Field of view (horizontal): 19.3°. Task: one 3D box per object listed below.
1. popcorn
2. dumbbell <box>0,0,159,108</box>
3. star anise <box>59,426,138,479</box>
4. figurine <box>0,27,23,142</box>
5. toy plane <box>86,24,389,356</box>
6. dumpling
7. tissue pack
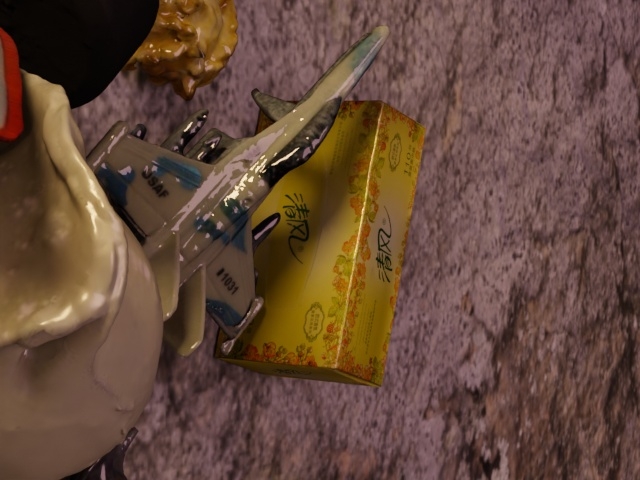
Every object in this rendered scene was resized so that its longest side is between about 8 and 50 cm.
[{"bbox_3d":[-0.084,-0.123,1.105,0.082,0.057,0.083,-10,98,-63],"label":"popcorn"},{"bbox_3d":[-0.120,-0.186,0.959,0.218,0.152,0.152,-57,137,-37],"label":"dumbbell"},{"bbox_3d":[-0.131,0.194,1.016,0.180,0.061,0.204,128,-27,-77],"label":"star anise"},{"bbox_3d":[-0.248,-0.012,0.776,0.160,0.183,0.226,30,102,-18],"label":"figurine"},{"bbox_3d":[-0.055,-0.036,1.116,0.262,0.088,0.192,-54,139,-19],"label":"toy plane"},{"bbox_3d":[-0.152,0.019,0.877,0.147,0.258,0.193,10,66,-27],"label":"dumpling"},{"bbox_3d":[0.000,0.000,1.208,0.062,0.095,0.176,24,73,-54],"label":"tissue pack"}]
